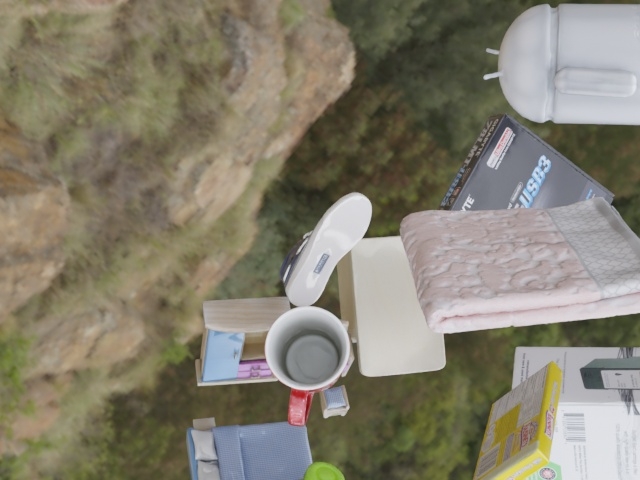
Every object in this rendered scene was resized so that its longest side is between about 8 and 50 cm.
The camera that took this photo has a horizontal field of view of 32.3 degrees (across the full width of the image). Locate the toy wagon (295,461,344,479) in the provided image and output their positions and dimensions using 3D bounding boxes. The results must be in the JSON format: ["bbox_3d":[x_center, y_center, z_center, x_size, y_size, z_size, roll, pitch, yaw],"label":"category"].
[{"bbox_3d":[-0.018,0.428,1.535,0.344,0.068,0.267,18,119,-8],"label":"toy wagon"}]

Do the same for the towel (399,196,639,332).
[{"bbox_3d":[0.278,0.022,1.496,0.317,0.332,0.053,-6,111,0],"label":"towel"}]

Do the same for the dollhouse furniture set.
[{"bbox_3d":[-0.061,0.268,1.724,0.286,0.303,0.198,-3,146,-12],"label":"dollhouse furniture set"}]

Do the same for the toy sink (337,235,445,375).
[{"bbox_3d":[0.118,0.113,1.917,0.152,0.234,0.131,-5,175,-12],"label":"toy sink"}]

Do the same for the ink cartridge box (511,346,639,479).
[{"bbox_3d":[0.441,0.272,1.657,0.121,0.289,0.211,-73,156,-48],"label":"ink cartridge box"}]

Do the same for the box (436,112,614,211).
[{"bbox_3d":[0.375,-0.040,2.090,0.293,0.073,0.295,35,78,-19],"label":"box"}]

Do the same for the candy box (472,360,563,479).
[{"bbox_3d":[0.237,0.227,1.318,0.105,0.027,0.206,-40,-173,27],"label":"candy box"}]

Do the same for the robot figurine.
[{"bbox_3d":[0.454,-0.297,1.860,0.300,0.353,0.200,-63,153,-69],"label":"robot figurine"}]

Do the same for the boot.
[{"bbox_3d":[0.000,0.000,1.610,0.069,0.086,0.190,29,103,-26],"label":"boot"}]

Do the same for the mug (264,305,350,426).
[{"bbox_3d":[-0.026,0.174,1.545,0.150,0.113,0.169,-52,171,-8],"label":"mug"}]
